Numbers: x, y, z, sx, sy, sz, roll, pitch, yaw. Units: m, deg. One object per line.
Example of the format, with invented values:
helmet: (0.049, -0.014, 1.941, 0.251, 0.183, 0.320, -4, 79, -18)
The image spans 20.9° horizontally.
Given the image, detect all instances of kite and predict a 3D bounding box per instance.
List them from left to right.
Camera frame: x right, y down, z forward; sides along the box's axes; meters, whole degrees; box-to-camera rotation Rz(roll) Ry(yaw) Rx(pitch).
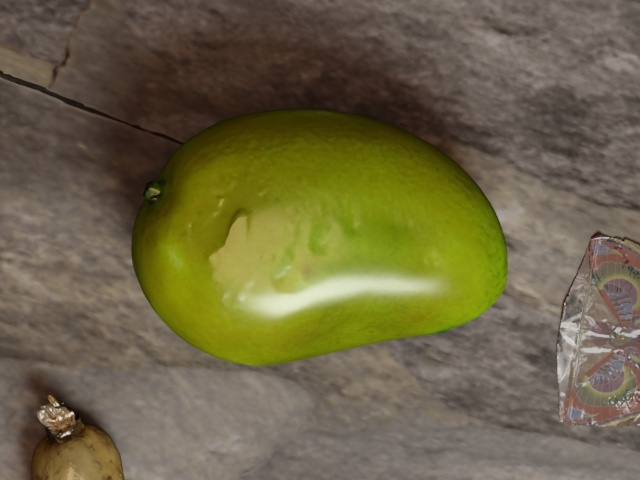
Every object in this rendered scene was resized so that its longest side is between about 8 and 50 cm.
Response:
kite: (0.329, 0.089, 1.358, 0.285, 0.015, 0.152, 8, 94, -1)

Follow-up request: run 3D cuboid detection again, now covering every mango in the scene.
mango: (-0.004, -0.008, 1.287, 0.273, 0.149, 0.185, -11, 87, -5)

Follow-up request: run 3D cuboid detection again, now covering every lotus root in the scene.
lotus root: (-0.187, 0.190, 1.341, 0.072, 0.063, 0.152, -12, 97, 10)
